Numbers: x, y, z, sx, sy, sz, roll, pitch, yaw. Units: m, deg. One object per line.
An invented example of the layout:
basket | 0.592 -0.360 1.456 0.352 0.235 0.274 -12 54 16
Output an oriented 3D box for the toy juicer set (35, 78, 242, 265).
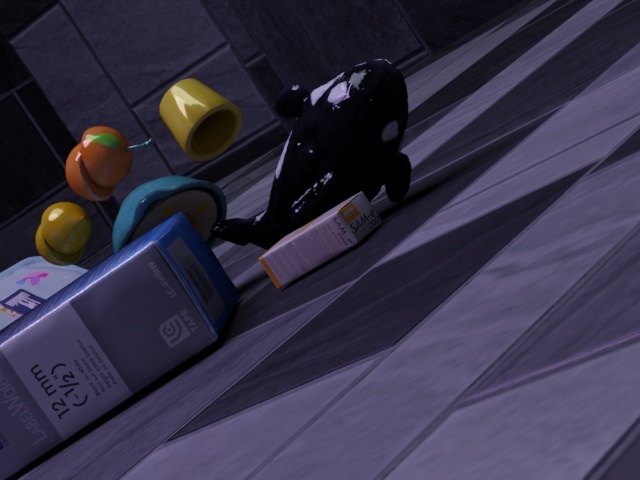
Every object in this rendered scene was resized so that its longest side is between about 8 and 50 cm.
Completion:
toy juicer set | -0.183 0.004 1.980 0.209 0.089 0.329 -25 -36 -31

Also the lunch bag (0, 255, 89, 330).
lunch bag | -0.348 0.124 2.114 0.262 0.160 0.223 -16 10 32

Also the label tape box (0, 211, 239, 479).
label tape box | -0.251 0.121 1.821 0.347 0.115 0.249 -35 5 5

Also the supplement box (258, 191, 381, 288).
supplement box | 0.000 0.000 1.799 0.098 0.036 0.062 -31 5 31

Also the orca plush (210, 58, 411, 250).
orca plush | -0.021 -0.057 1.866 0.287 0.151 0.102 -31 11 43
